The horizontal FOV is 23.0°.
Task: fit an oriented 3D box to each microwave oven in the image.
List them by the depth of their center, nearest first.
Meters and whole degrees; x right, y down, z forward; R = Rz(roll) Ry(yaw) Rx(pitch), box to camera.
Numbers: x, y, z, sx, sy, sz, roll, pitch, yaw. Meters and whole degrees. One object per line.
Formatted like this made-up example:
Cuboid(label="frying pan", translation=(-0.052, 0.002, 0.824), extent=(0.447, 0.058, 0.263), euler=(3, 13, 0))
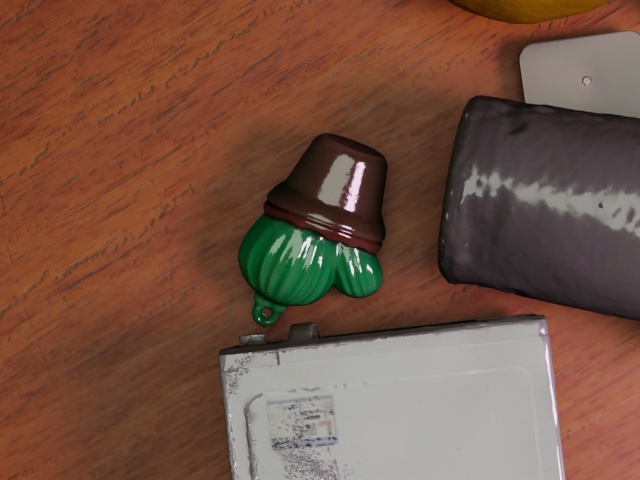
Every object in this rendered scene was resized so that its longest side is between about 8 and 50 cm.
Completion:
Cuboid(label="microwave oven", translation=(0.069, 0.186, 1.462), extent=(0.295, 0.181, 0.237), euler=(-6, 89, 3))

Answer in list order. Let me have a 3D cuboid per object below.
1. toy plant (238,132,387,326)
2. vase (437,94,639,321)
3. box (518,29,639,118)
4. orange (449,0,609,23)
Cuboid(label="toy plant", translation=(0.000, 0.000, 1.523), extent=(0.143, 0.105, 0.200), euler=(19, 105, -10))
Cuboid(label="vase", translation=(0.263, -0.031, 1.448), extent=(0.291, 0.245, 0.245), euler=(12, 87, 8))
Cuboid(label="box", translation=(0.260, -0.155, 1.549), extent=(0.126, 0.031, 0.091), euler=(-9, 86, 2))
Cuboid(label="orange", translation=(0.196, -0.338, 1.468), extent=(0.279, 0.235, 0.279), euler=(2, 97, 13))
